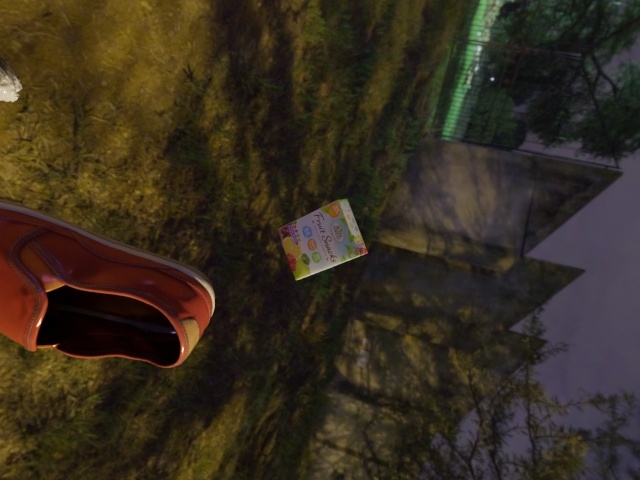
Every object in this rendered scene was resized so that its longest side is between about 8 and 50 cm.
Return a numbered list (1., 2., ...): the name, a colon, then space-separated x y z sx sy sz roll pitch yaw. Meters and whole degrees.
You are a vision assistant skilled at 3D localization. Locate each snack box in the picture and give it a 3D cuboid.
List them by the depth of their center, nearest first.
1. snack box: 0.000 0.000 0.731 0.037 0.141 0.100 -17 85 -58

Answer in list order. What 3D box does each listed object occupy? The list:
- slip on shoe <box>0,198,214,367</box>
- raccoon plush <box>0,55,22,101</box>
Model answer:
1. slip on shoe: -0.266 0.045 0.393 0.101 0.331 0.123 -103 -144 -58
2. raccoon plush: -0.764 -0.331 0.656 0.216 0.299 0.446 59 -9 36
